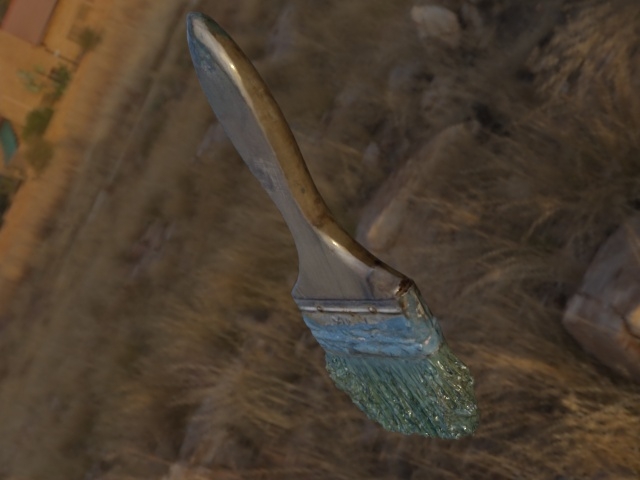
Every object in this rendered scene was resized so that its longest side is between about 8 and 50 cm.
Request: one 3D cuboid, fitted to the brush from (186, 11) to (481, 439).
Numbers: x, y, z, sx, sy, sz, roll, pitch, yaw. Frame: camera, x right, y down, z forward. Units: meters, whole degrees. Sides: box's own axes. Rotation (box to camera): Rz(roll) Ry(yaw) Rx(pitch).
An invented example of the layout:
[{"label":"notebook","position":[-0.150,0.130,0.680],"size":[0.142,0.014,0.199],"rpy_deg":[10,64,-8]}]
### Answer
[{"label":"brush","position":[0.000,0.000,0.396],"size":[0.070,0.196,0.021],"rpy_deg":[-3,36,47]}]
